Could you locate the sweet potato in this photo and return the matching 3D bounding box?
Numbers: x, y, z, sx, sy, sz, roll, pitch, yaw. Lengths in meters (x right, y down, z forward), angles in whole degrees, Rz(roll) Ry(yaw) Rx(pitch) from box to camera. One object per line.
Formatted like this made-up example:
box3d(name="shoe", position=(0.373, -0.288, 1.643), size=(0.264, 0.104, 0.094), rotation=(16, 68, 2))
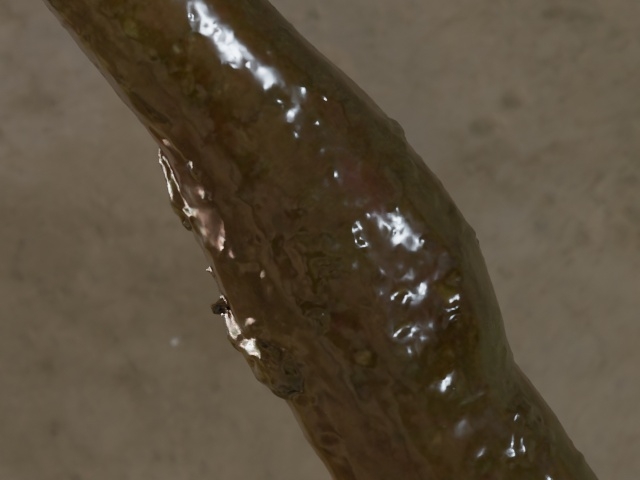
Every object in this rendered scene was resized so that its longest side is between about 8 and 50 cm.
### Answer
box3d(name="sweet potato", position=(0.000, 0.000, 0.410), size=(0.067, 0.067, 0.274), rotation=(-34, 100, 26))
